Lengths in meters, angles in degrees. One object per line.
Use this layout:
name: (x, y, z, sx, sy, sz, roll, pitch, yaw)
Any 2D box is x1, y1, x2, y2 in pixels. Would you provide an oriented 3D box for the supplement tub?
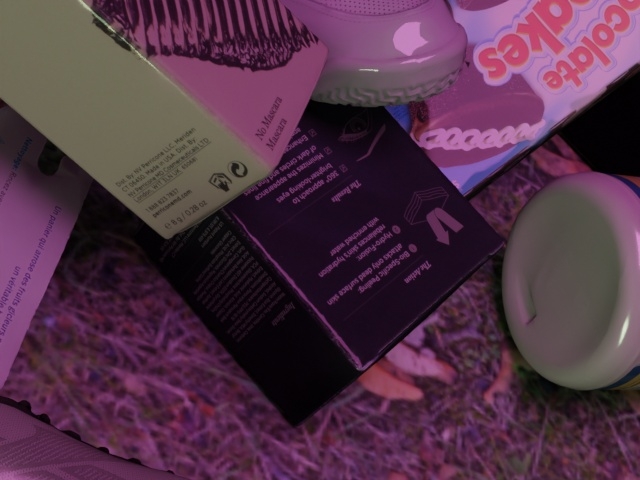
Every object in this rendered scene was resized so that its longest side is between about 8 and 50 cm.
supplement tub: (0.241, 0.031, 0.955, 0.200, 0.144, 0.144, 4, 60, -30)

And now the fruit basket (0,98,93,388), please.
fruit basket: (-0.274, -0.125, 0.749, 0.353, 0.165, 0.327, 37, 44, -24)

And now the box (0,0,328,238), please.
box: (-0.131, -0.136, 0.702, 0.275, 0.094, 0.113, 41, 44, -21)

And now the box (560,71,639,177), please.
box: (0.255, -0.153, 1.111, 0.261, 0.103, 0.184, 46, 46, 2)

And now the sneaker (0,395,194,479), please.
sneaker: (-0.134, 0.127, 0.697, 0.272, 0.100, 0.108, 11, 51, -26)

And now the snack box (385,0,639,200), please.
snack box: (0.146, -0.176, 0.982, 0.322, 0.060, 0.187, -37, 83, -9)

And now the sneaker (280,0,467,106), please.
sneaker: (-0.038, -0.248, 0.853, 0.137, 0.210, 0.366, -25, 56, -30)

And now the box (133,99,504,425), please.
box: (0.000, 0.000, 0.860, 0.158, 0.093, 0.156, 49, 50, 5)
